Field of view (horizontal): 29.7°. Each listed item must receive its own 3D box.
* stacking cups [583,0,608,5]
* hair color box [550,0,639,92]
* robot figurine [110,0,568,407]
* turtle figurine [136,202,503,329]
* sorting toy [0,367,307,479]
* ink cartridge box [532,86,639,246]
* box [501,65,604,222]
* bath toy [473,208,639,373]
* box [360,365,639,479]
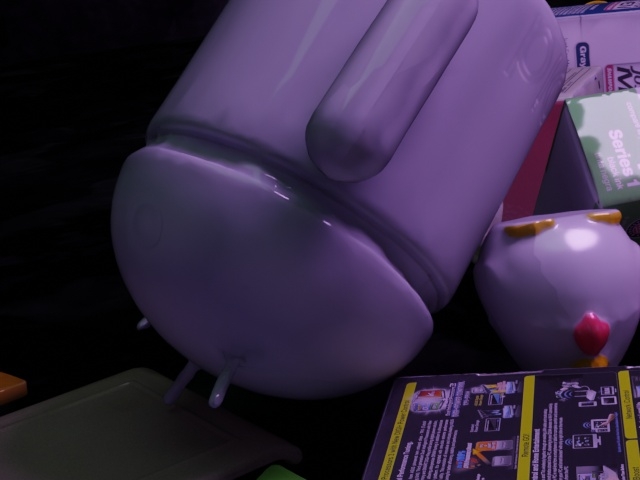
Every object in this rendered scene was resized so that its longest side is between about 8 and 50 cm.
[{"bbox_3d":[0.475,-0.282,1.770,0.096,0.096,0.316,-12,22,-11],"label":"stacking cups"},{"bbox_3d":[0.186,-0.149,1.268,0.347,0.173,0.105,-1,16,23],"label":"hair color box"},{"bbox_3d":[0.012,-0.056,0.708,0.200,0.353,0.300,30,-15,1],"label":"robot figurine"},{"bbox_3d":[0.000,0.000,0.986,0.266,0.274,0.198,4,-17,-36],"label":"turtle figurine"},{"bbox_3d":[-0.136,0.134,0.694,0.196,0.047,0.348,-13,17,-32],"label":"sorting toy"},{"bbox_3d":[0.274,-0.037,0.849,0.220,0.160,0.092,-9,60,-4],"label":"ink cartridge box"},{"bbox_3d":[0.148,-0.086,1.157,0.232,0.126,0.148,-1,18,25],"label":"box"},{"bbox_3d":[0.267,0.030,0.705,0.348,0.128,0.151,-7,2,-3],"label":"bath toy"},{"bbox_3d":[0.123,0.134,0.537,0.216,0.060,0.270,-5,16,12],"label":"box"}]
